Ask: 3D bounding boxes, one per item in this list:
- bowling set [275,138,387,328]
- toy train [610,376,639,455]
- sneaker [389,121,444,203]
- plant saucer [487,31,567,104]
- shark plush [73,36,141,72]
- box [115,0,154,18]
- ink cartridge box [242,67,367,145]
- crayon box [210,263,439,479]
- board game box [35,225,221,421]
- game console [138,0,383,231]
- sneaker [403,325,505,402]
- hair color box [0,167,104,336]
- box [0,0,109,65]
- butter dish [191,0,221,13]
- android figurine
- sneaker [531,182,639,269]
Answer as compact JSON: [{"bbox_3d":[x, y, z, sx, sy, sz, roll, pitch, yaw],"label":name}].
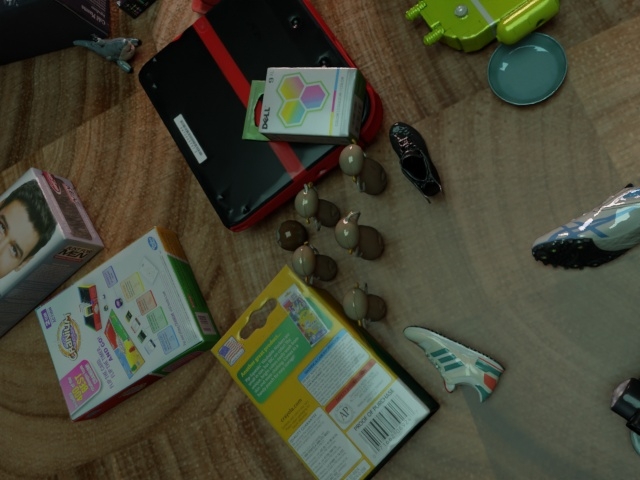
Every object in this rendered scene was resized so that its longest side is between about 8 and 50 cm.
[{"bbox_3d":[0.000,0.000,1.008,0.200,0.154,0.286,-6,78,21],"label":"bowling set"},{"bbox_3d":[0.539,0.244,0.764,0.334,0.142,0.190,33,84,23],"label":"toy train"},{"bbox_3d":[0.151,-0.129,1.004,0.051,0.089,0.170,-31,71,15],"label":"sneaker"},{"bbox_3d":[0.325,-0.268,0.993,0.119,0.021,0.119,-4,80,21],"label":"plant saucer"},{"bbox_3d":[-0.443,-0.410,1.306,0.161,0.067,0.073,27,92,24],"label":"shark plush"},{"bbox_3d":[-0.384,-0.517,1.308,0.083,0.052,0.062,-35,69,14],"label":"box"},{"bbox_3d":[-0.038,-0.217,1.017,0.209,0.062,0.108,7,86,20],"label":"ink cartridge box"},{"bbox_3d":[0.001,0.220,1.010,0.323,0.083,0.203,45,99,22],"label":"crayon box"},{"bbox_3d":[-0.368,0.158,1.180,0.317,0.064,0.242,-32,71,15],"label":"board game box"},{"bbox_3d":[-0.112,-0.257,1.113,0.342,0.060,0.386,-36,73,12],"label":"game console"},{"bbox_3d":[0.190,0.186,0.952,0.161,0.057,0.075,23,85,21],"label":"sneaker"},{"bbox_3d":[-0.640,0.047,1.285,0.374,0.114,0.185,-38,69,11],"label":"hair color box"},{"bbox_3d":[-0.642,-0.583,1.357,0.343,0.179,0.312,-7,80,21],"label":"box"},{"bbox_3d":[-0.185,-0.518,1.192,0.160,0.118,0.159,17,87,24],"label":"butter dish"},{"bbox_3d":[0.270,-0.418,1.017,0.273,0.056,0.248,-31,66,13],"label":"android figurine"},{"bbox_3d":[0.415,-0.027,0.892,0.237,0.085,0.086,-22,47,21],"label":"sneaker"}]
